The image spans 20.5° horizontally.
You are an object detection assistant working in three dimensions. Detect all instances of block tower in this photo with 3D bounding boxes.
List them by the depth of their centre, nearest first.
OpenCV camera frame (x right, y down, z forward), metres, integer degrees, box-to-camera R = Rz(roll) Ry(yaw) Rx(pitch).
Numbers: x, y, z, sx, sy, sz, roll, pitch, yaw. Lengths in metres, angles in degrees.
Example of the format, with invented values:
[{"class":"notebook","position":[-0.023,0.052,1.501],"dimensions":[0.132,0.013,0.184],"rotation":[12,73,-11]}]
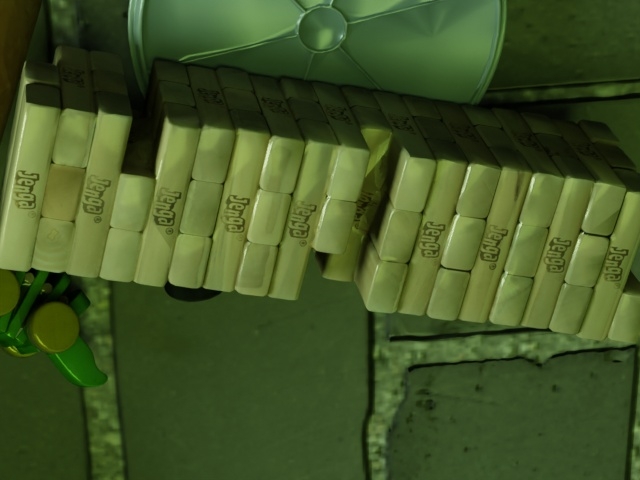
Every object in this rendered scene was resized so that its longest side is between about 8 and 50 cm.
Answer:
[{"class":"block tower","position":[0.008,-0.024,0.911],"dimensions":[0.335,0.091,0.097],"rotation":[8,115,-15]}]

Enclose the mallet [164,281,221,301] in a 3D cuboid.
[{"class":"mallet","position":[0.000,0.000,0.998],"dimensions":[0.189,0.039,0.062],"rotation":[-1,118,-13]}]

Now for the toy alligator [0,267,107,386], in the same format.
[{"class":"toy alligator","position":[-0.188,0.017,0.969],"dimensions":[0.189,0.056,0.051],"rotation":[34,67,-23]}]

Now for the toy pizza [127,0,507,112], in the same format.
[{"class":"toy pizza","position":[-0.001,-0.117,0.933],"dimensions":[0.201,0.032,0.201],"rotation":[-4,118,-8]}]

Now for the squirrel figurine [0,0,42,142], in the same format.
[{"class":"squirrel figurine","position":[-0.242,-0.260,0.632],"dimensions":[0.370,0.397,0.281],"rotation":[18,132,-17]}]
